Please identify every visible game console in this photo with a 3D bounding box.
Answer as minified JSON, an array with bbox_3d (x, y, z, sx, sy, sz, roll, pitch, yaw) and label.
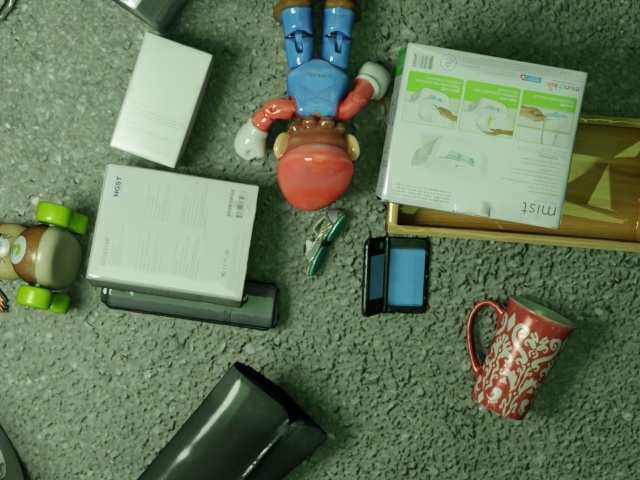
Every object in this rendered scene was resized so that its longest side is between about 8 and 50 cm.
[{"bbox_3d":[0.117,0.057,1.796,0.071,0.107,0.122,4,95,26],"label":"game console"}]

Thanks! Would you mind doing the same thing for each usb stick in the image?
[{"bbox_3d":[-0.200,0.087,1.800,0.278,0.045,0.077,8,93,-2],"label":"usb stick"}]

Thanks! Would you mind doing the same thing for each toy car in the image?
[{"bbox_3d":[-0.467,0.016,1.746,0.188,0.149,0.155,10,83,9],"label":"toy car"}]

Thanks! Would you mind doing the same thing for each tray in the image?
[{"bbox_3d":[0.313,-0.099,1.785,0.411,0.076,0.202,4,95,-1],"label":"tray"}]

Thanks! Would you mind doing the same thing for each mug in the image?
[{"bbox_3d":[0.301,0.178,1.810,0.113,0.150,0.169,16,101,-40],"label":"mug"}]

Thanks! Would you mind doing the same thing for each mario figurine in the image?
[{"bbox_3d":[-0.014,-0.203,1.762,0.198,0.170,0.320,0,84,34],"label":"mario figurine"}]

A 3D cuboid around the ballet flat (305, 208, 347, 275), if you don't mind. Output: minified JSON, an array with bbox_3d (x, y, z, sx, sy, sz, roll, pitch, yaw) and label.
[{"bbox_3d":[0.000,0.000,1.806,0.041,0.041,0.114,29,94,-4],"label":"ballet flat"}]

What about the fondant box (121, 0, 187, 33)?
[{"bbox_3d":[-0.207,-0.424,1.609,0.096,0.330,0.238,35,93,-5],"label":"fondant box"}]

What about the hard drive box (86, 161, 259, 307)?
[{"bbox_3d":[-0.220,-0.006,1.746,0.232,0.089,0.181,9,78,-3],"label":"hard drive box"}]

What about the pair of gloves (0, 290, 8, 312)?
[{"bbox_3d":[-0.535,0.101,1.809,0.083,0.010,0.074,-40,97,5],"label":"pair of gloves"}]

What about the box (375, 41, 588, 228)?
[{"bbox_3d":[0.229,-0.150,1.678,0.262,0.127,0.231,8,96,-3],"label":"box"}]

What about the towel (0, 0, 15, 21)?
[{"bbox_3d":[-0.569,-0.489,1.717,0.324,0.056,0.312,32,94,-11],"label":"towel"}]

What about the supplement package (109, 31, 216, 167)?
[{"bbox_3d":[-0.235,-0.210,1.740,0.105,0.105,0.179,20,95,-3],"label":"supplement package"}]

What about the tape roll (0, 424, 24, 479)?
[{"bbox_3d":[-0.531,0.324,1.724,0.072,0.219,0.219,-30,96,1],"label":"tape roll"}]

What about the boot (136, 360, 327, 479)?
[{"bbox_3d":[-0.246,0.359,1.701,0.445,0.367,0.146,-43,53,6],"label":"boot"}]
